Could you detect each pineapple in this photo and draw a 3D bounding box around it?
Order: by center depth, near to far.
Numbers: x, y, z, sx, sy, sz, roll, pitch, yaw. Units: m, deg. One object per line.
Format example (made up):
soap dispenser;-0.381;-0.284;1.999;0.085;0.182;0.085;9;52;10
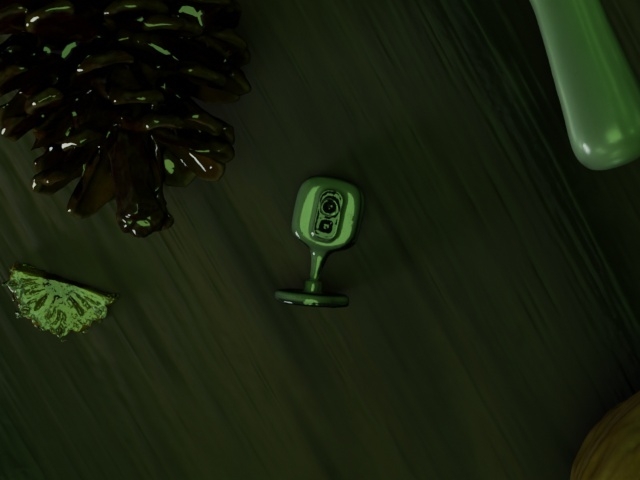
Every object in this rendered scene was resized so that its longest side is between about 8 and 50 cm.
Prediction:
pineapple;-0.195;0.048;1.122;0.083;0.019;0.045;20;100;-4

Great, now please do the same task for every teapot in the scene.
teapot;0.145;-0.225;0.969;0.318;0.149;0.220;43;103;-5

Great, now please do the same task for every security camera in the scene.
security camera;0.000;0.000;1.085;0.058;0.058;0.092;6;95;3

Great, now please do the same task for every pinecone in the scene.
pinecone;-0.131;-0.108;1.008;0.185;0.168;0.212;-25;87;23

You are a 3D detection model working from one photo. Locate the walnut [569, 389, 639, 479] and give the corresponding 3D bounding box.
walnut;0.278;0.170;1.025;0.221;0.195;0.195;-30;99;0
